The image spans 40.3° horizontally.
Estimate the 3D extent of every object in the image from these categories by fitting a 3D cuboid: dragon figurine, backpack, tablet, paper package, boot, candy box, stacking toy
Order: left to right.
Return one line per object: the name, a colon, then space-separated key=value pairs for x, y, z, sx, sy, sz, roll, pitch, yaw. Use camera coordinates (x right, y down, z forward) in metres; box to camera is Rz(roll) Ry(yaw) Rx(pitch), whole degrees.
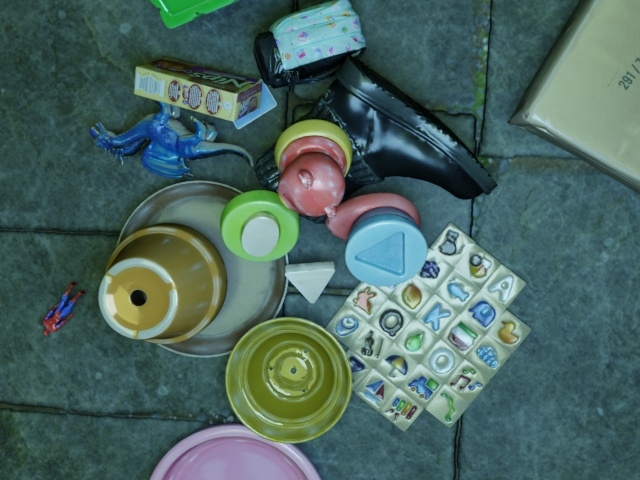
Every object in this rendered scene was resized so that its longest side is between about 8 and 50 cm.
dragon figurine: x=-0.252 y=-0.154 z=1.504 sx=0.289 sy=0.085 sz=0.144 roll=29 pitch=99 yaw=7
candy box: x=-0.204 y=-0.255 z=1.461 sx=0.186 sy=0.109 sz=0.053 roll=16 pitch=115 yaw=15
tablet: x=-0.123 y=-0.238 z=1.526 sx=0.083 sy=0.006 sz=0.054 roll=-31 pitch=92 yaw=8
backpack: x=-0.015 y=-0.324 z=1.442 sx=0.182 sy=0.152 sz=0.115 roll=-20 pitch=106 yaw=-6
stacking toy: x=0.000 y=0.000 z=1.371 sx=0.279 sy=0.130 sz=0.309 roll=-38 pitch=121 yaw=23
boot: x=0.092 y=-0.113 z=1.452 sx=0.348 sy=0.131 sz=0.260 roll=34 pitch=108 yaw=-13
paper package: x=0.519 y=-0.256 z=1.386 sx=0.309 sy=0.168 sz=0.325 roll=30 pitch=96 yaw=1

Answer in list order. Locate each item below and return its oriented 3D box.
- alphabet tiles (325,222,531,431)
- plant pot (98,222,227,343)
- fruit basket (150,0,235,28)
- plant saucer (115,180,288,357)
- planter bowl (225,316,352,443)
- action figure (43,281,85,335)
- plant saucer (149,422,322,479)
alphabet tiles: x=0.187 y=0.154 z=1.531 sx=0.285 sy=0.011 sz=0.343 roll=38 pitch=97 yaw=1
plant pot: x=-0.271 y=0.080 z=1.429 sx=0.205 sy=0.188 sz=0.205 roll=0 pitch=95 yaw=5
fruit basket: x=-0.119 y=-0.548 z=1.387 sx=0.392 sy=0.392 sz=0.283 roll=-28 pitch=119 yaw=7
plant saucer: x=-0.207 y=0.050 z=1.538 sx=0.310 sy=0.050 sz=0.311 roll=0 pitch=94 yaw=6
planter bowl: x=-0.051 y=0.234 z=1.518 sx=0.217 sy=0.090 sz=0.217 roll=0 pitch=94 yaw=4
action figure: x=-0.468 y=0.128 z=1.579 sx=0.038 sy=0.030 sz=0.115 roll=41 pitch=102 yaw=6
plant saucer: x=-0.145 y=0.481 z=1.554 sx=0.332 sy=0.084 sz=0.332 roll=0 pitch=96 yaw=5
